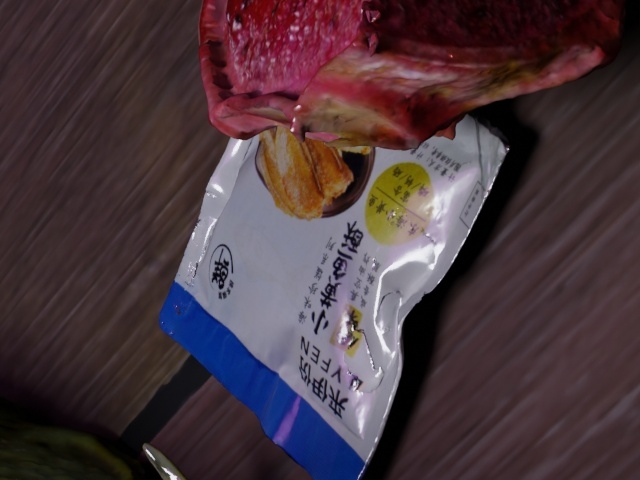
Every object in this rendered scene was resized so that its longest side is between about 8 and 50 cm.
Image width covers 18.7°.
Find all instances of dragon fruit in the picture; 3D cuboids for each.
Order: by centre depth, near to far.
[{"bbox_3d":[0.033,-0.124,0.757,0.161,0.126,0.274,-36,40,47],"label":"dragon fruit"}]

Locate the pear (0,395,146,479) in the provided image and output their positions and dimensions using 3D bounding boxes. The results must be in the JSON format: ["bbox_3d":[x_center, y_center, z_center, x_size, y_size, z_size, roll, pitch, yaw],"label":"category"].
[{"bbox_3d":[-0.187,0.208,0.899,0.238,0.164,0.255,14,96,40],"label":"pear"}]

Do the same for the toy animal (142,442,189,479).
[{"bbox_3d":[-0.039,0.146,0.768,0.219,0.095,0.155,-45,77,26],"label":"toy animal"}]

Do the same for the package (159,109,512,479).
[{"bbox_3d":[0.000,0.000,0.828,0.171,0.027,0.173,38,109,47],"label":"package"}]
